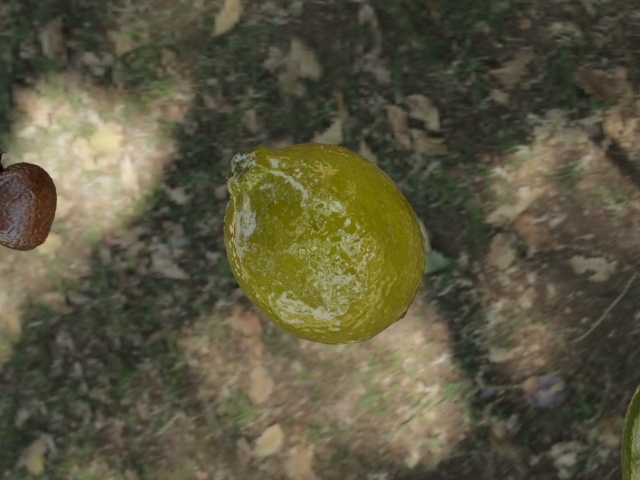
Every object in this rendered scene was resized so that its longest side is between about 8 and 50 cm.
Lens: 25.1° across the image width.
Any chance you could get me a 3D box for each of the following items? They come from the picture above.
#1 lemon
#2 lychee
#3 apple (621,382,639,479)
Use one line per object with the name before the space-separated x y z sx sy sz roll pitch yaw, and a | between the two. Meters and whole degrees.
lemon | 0.000 0.000 0.470 0.062 0.062 0.083 -35 115 26
lychee | -0.360 -0.056 1.690 0.114 0.101 0.140 -164 72 -63
apple | 0.323 0.162 1.079 0.196 0.157 0.196 -18 63 40
